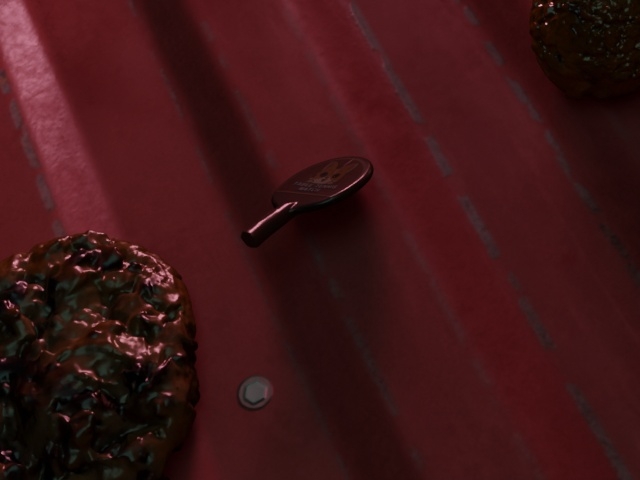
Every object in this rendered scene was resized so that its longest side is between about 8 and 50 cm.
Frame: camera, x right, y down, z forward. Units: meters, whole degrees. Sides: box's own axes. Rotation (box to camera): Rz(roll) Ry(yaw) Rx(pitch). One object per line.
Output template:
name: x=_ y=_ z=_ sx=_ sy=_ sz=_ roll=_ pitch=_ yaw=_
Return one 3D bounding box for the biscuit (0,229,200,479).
biscuit: x=-0.264 y=0.134 z=1.549 sx=0.289 sy=0.081 sz=0.334 roll=-19 pitch=55 yaw=4

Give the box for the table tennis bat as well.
table tennis bat: x=0.000 y=0.000 z=1.593 sx=0.107 sy=0.119 sz=0.170 roll=5 pitch=34 yaw=48

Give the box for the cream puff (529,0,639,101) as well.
cream puff: x=0.286 y=-0.227 z=1.578 sx=0.150 sy=0.115 sz=0.165 roll=-37 pitch=58 yaw=-2
